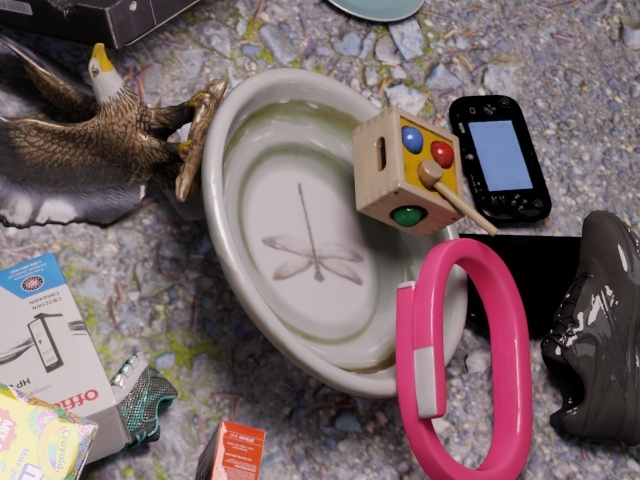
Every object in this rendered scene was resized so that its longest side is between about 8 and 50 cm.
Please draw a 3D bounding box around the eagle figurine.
[{"bbox_3d":[-0.257,-0.131,1.679,0.298,0.225,0.226,1,7,16],"label":"eagle figurine"}]

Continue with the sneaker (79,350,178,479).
[{"bbox_3d":[-0.204,0.194,1.534,0.076,0.065,0.166,36,54,-6],"label":"sneaker"}]

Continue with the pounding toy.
[{"bbox_3d":[0.119,-0.067,1.692,0.130,0.100,0.141,22,53,-37],"label":"pounding toy"}]

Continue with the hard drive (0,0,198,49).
[{"bbox_3d":[-0.222,-0.344,1.814,0.237,0.064,0.339,15,42,35],"label":"hard drive"}]

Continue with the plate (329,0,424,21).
[{"bbox_3d":[0.059,-0.373,2.056,0.188,0.024,0.188,12,53,-16],"label":"plate"}]

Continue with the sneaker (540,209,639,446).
[{"bbox_3d":[0.328,0.102,1.764,0.130,0.109,0.286,2,76,-12],"label":"sneaker"}]

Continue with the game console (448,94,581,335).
[{"bbox_3d":[0.237,-0.040,1.895,0.213,0.044,0.361,1,57,-23],"label":"game console"}]

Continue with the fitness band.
[{"bbox_3d":[0.165,0.142,1.663,0.209,0.054,0.291,22,63,-47],"label":"fitness band"}]

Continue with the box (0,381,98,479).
[{"bbox_3d":[-0.345,0.300,1.259,0.177,0.279,0.290,25,51,-7],"label":"box"}]

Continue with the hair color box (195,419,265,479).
[{"bbox_3d":[-0.103,0.280,1.497,0.053,0.093,0.167,16,52,-12],"label":"hair color box"}]

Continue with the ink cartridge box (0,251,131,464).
[{"bbox_3d":[-0.295,0.133,1.472,0.148,0.086,0.203,-22,56,-13],"label":"ink cartridge box"}]

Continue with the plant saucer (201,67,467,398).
[{"bbox_3d":[0.000,0.000,1.682,0.400,0.100,0.400,25,51,-36],"label":"plant saucer"}]
